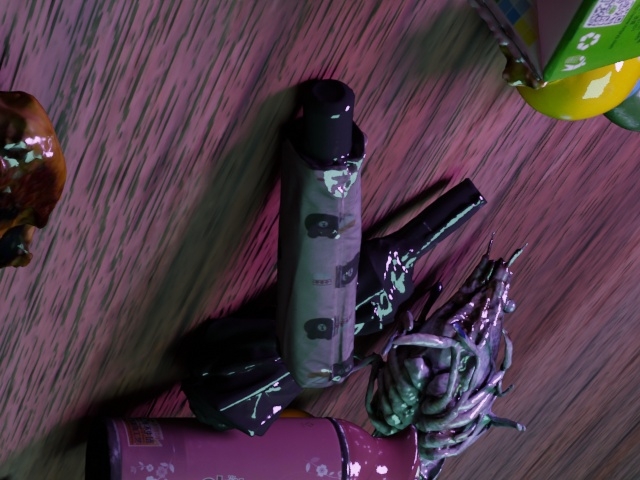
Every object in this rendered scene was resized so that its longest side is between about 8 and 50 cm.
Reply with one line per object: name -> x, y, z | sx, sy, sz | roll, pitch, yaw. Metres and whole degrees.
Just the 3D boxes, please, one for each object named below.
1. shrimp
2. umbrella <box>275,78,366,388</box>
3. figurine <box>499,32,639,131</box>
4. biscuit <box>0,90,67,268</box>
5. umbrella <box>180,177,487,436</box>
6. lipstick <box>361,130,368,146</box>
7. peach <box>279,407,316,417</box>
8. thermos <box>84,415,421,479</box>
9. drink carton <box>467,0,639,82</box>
shrimp -> 0.104, 0.180, 1.903 | 0.166, 0.221, 0.410 | -39, 154, -54
umbrella -> 0.000, 0.000, 1.505 | 0.067, 0.073, 0.337 | -28, 143, -26
figurine -> 0.248, -0.179, 1.483 | 0.234, 0.127, 0.185 | 16, 116, -45
biscuit -> -0.320, -0.012, 1.106 | 0.334, 0.081, 0.289 | -16, 154, -26
umbrella -> 0.015, 0.057, 1.695 | 0.340, 0.118, 0.118 | -40, 158, 1
lipstick -> 0.021, -0.061, 1.541 | 0.019, 0.019, 0.094 | -21, 155, -27
peach -> -0.066, 0.257, 1.979 | 0.179, 0.103, 0.179 | -30, 158, -14
thermos -> -0.057, 0.240, 1.762 | 0.330, 0.136, 0.109 | 2, 176, -20
drink carton -> 0.233, -0.222, 1.296 | 0.271, 0.161, 0.108 | -18, 154, -33
